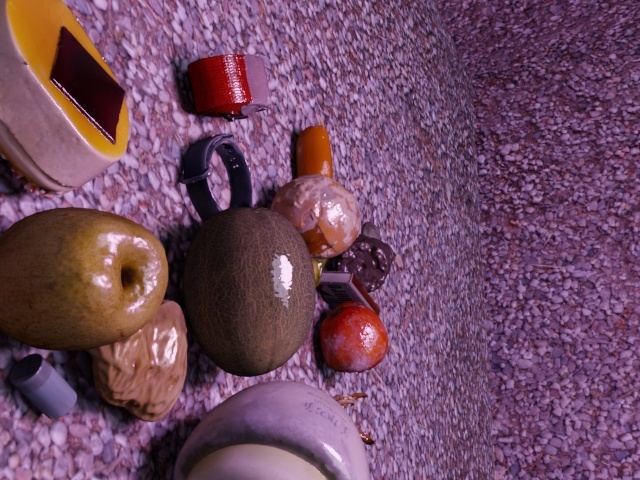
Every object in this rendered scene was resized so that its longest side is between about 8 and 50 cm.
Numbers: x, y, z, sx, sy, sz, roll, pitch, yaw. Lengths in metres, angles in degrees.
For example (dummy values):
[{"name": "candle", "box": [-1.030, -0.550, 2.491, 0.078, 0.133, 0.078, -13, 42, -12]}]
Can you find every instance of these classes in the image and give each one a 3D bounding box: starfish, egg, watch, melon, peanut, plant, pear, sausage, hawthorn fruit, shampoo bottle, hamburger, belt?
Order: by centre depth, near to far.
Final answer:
[{"name": "pear", "box": [-0.328, 0.051, 1.090, 0.228, 0.211, 0.188, 9, 81, -65]}, {"name": "hamburger", "box": [-0.389, -0.206, 1.134, 0.295, 0.152, 0.227, 58, 26, -32]}, {"name": "peanut", "box": [-0.279, 0.168, 1.265, 0.233, 0.110, 0.196, 42, 49, -54]}, {"name": "shampoo bottle", "box": [-0.077, 0.402, 1.363, 0.317, 0.323, 0.322, -62, 136, -67]}, {"name": "melon", "box": [-0.127, 0.091, 1.480, 0.237, 0.238, 0.301, 2, 84, -66]}, {"name": "watch", "box": [-0.198, -0.113, 1.615, 0.206, 0.068, 0.192, -23, 98, -69]}, {"name": "belt", "box": [-0.179, -0.298, 1.651, 0.201, 0.128, 0.124, -19, 99, -67]}, {"name": "egg", "box": [-0.008, -0.050, 1.849, 0.233, 0.195, 0.194, 34, 50, -46]}, {"name": "starfish", "box": [0.071, 0.455, 1.968, 0.146, 0.074, 0.189, 26, 57, -60]}, {"name": "hawthorn fruit", "box": [0.078, 0.231, 1.968, 0.173, 0.173, 0.172, 37, 48, -57]}, {"name": "sausage", "box": [-0.015, -0.172, 2.006, 0.098, 0.098, 0.238, 31, 54, -59]}, {"name": "plant", "box": [0.109, 0.047, 2.145, 0.146, 0.149, 0.274, -62, -178, 14]}]

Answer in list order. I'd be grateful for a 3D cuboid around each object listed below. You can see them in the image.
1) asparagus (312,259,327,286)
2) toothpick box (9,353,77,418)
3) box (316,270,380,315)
[{"name": "asparagus", "box": [0.002, 0.001, 2.001, 0.343, 0.082, 0.085, -65, 174, -51]}, {"name": "toothpick box", "box": [-0.373, 0.197, 1.115, 0.052, 0.052, 0.083, -75, 147, -44]}, {"name": "box", "box": [0.062, 0.136, 2.027, 0.177, 0.115, 0.035, 52, 49, -45]}]
